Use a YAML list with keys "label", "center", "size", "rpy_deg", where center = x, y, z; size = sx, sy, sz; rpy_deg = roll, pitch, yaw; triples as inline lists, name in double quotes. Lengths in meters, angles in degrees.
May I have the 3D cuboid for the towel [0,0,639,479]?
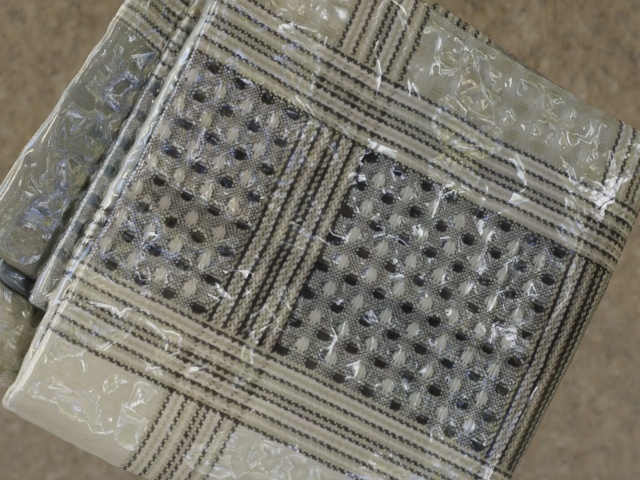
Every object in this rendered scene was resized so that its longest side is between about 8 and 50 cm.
- label: "towel"
  center: [0.000, 0.000, 0.749]
  size: [0.324, 0.056, 0.312]
  rpy_deg: [30, 83, -11]
